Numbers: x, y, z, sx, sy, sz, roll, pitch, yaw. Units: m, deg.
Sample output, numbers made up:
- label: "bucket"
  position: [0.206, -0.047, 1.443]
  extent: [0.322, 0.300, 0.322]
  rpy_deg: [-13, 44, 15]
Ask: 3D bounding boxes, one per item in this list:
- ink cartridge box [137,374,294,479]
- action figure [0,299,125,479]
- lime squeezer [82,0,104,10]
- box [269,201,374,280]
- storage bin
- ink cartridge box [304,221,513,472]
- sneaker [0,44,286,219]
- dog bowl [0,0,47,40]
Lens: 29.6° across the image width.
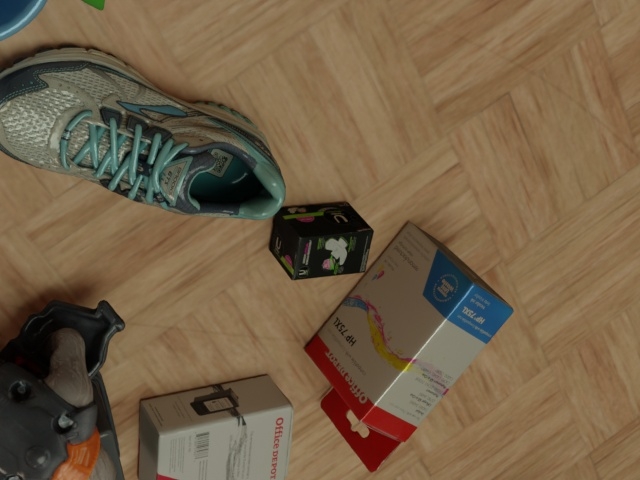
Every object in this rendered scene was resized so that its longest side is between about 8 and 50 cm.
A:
- label: "ink cartridge box"
  position: [-0.112, 0.215, 1.282]
  extent: [0.151, 0.063, 0.109]
  rpy_deg: [-9, 123, -25]
- label: "action figure"
  position: [-0.329, 0.171, 1.032]
  extent: [0.330, 0.178, 0.341]
  rpy_deg: [32, 88, -15]
- label: "lime squeezer"
  position: [-0.294, -0.213, 0.832]
  extent: [0.310, 0.058, 0.110]
  rpy_deg: [-6, 154, -27]
- label: "box"
  position: [0.000, 0.000, 1.209]
  extent: [0.083, 0.062, 0.052]
  rpy_deg: [-5, 123, -27]
- label: "storage bin"
  position: [-0.240, 0.209, 1.189]
  extent: [0.098, 0.091, 0.135]
  rpy_deg: [-19, 126, -18]
- label: "ink cartridge box"
  position: [0.076, 0.113, 1.277]
  extent: [0.078, 0.134, 0.231]
  rpy_deg: [32, 100, -40]
- label: "sneaker"
  position: [-0.148, -0.083, 1.034]
  extent: [0.283, 0.122, 0.110]
  rpy_deg: [10, 113, -34]
- label: "dog bowl"
  position: [-0.281, -0.273, 0.871]
  extent: [0.166, 0.074, 0.297]
  rpy_deg: [-21, 127, -16]
